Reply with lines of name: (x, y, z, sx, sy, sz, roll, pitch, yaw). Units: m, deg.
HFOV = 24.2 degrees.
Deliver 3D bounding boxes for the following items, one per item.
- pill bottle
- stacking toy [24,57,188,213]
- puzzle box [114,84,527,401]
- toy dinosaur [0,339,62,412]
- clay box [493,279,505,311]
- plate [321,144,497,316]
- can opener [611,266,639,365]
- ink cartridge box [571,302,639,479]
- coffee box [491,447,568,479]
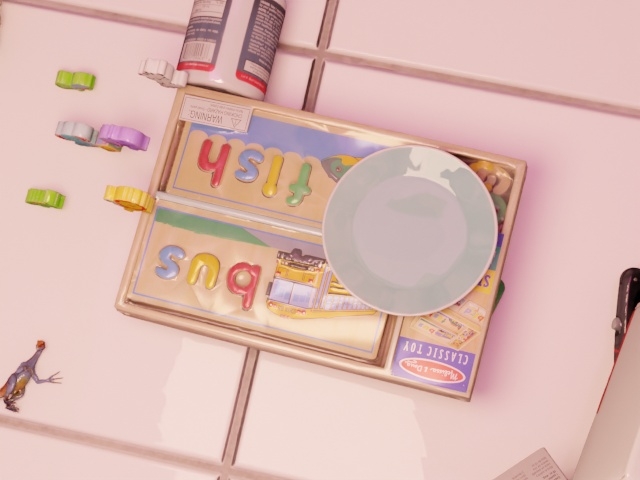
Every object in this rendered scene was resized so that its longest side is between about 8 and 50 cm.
pill bottle: (-0.098, -0.251, 1.730, 0.108, 0.108, 0.180, 13, 81, 8)
stacking toy: (-0.254, -0.119, 1.702, 0.221, 0.052, 0.167, 4, 75, 42)
puzzle box: (0.000, 0.000, 1.650, 0.409, 0.052, 0.272, 13, 80, 10)
toy dinosaur: (-0.346, 0.152, 1.716, 0.090, 0.047, 0.082, 4, 61, 17)
clay box: (0.086, 0.048, 1.684, 0.222, 0.053, 0.127, 26, 83, 11)
plate: (0.096, -0.010, 1.601, 0.188, 0.024, 0.188, -1, 78, 6)
can opener: (0.347, 0.120, 1.646, 0.059, 0.073, 0.186, 8, 90, -1)
ink cartridge box: (0.473, 0.231, 1.482, 0.384, 0.160, 0.279, 28, 58, -2)
coffee box: (0.263, 0.355, 1.537, 0.098, 0.141, 0.246, -32, 64, -7)
